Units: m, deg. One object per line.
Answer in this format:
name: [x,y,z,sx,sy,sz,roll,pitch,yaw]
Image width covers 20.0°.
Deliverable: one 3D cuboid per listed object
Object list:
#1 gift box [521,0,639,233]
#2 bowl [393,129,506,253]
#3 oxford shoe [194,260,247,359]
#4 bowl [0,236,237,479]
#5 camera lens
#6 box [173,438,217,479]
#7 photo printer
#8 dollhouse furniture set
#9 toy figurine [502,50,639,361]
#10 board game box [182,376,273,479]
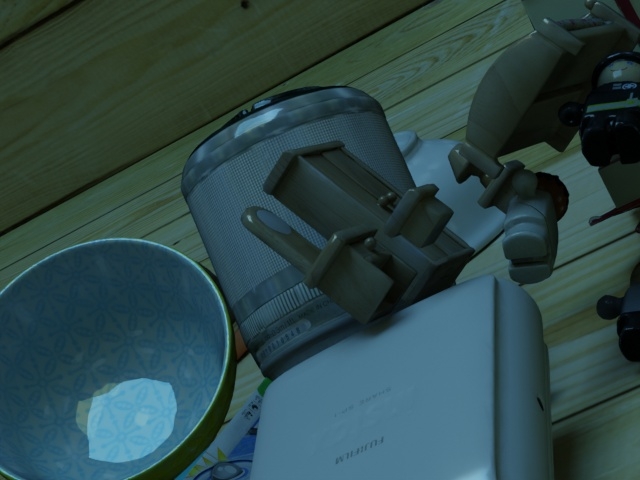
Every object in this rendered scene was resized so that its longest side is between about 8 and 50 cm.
gift box: [0.339,-0.156,1.754,0.255,0.258,0.276,-26,0,15]
bowl: [0.085,-0.039,2.180,0.297,0.134,0.298,-31,14,9]
oxford shoe: [-0.229,0.162,2.164,0.130,0.133,0.364,-17,20,45]
bowl: [-0.208,0.158,1.852,0.289,0.156,0.290,-8,55,11]
camera lens: [0.000,0.000,1.809,0.219,0.274,0.219,-22,-13,-5]
box: [-0.115,0.273,1.604,0.244,0.100,0.060,-41,15,-34]
photo printer: [0.059,0.187,1.405,0.256,0.107,0.307,-28,28,23]
dollhouse furniture set: [0.116,-0.137,1.561,0.356,0.174,0.303,-58,-15,21]
toy figurine: [0.270,-0.028,1.536,0.209,0.213,0.148,-56,5,32]
board game box: [-0.044,0.220,1.557,0.035,0.136,0.201,-55,-3,39]
